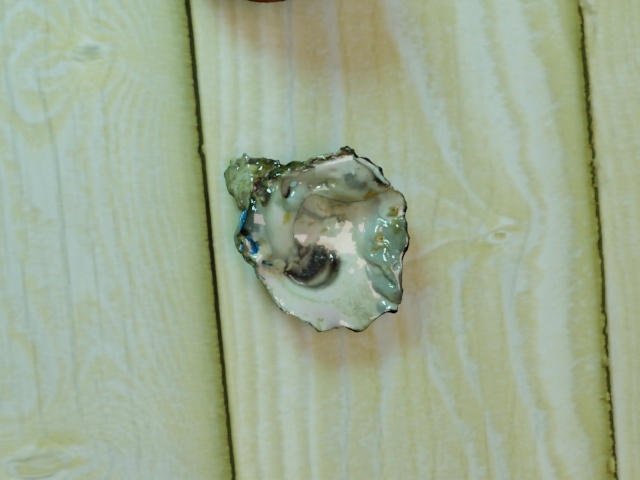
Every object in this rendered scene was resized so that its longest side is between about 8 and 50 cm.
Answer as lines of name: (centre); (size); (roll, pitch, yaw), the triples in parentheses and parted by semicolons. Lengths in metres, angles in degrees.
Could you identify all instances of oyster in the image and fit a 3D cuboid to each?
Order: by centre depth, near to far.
oyster: (0.000, 0.000, 1.987); (0.214, 0.083, 0.223); (-4, 99, -15)

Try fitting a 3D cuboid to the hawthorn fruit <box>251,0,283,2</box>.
hawthorn fruit: (-0.079, -0.359, 1.889); (0.251, 0.189, 0.190); (-3, 94, -15)
